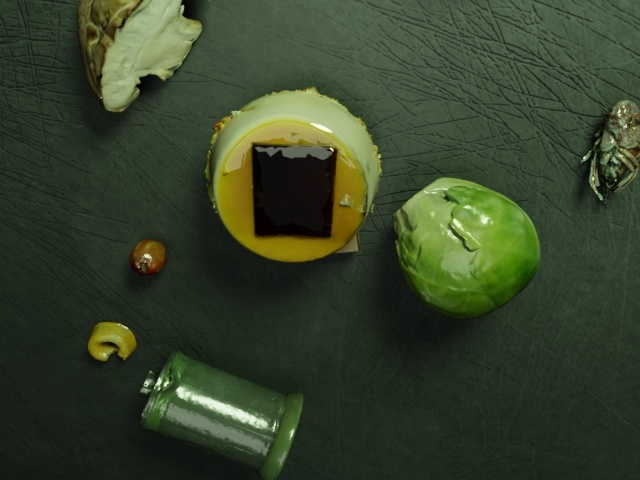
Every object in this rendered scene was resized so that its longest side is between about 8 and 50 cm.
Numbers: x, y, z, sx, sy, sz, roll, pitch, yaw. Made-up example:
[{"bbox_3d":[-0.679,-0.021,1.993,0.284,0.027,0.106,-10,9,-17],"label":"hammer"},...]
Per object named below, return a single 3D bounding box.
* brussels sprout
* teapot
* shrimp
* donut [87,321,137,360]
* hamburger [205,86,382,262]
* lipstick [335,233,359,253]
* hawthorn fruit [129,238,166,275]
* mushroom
[{"bbox_3d":[0.240,0.011,0.847,0.243,0.244,0.244,3,119,5],"label":"brussels sprout"},{"bbox_3d":[-0.234,0.385,1.128,0.336,0.201,0.270,23,152,-5],"label":"teapot"},{"bbox_3d":[0.475,-0.134,0.814,0.073,0.075,0.190,-21,131,-18],"label":"shrimp"},{"bbox_3d":[-0.476,0.232,1.139,0.108,0.043,0.097,-12,118,8],"label":"donut"},{"bbox_3d":[-0.045,-0.105,0.825,0.293,0.179,0.276,0,122,3],"label":"hamburger"},{"bbox_3d":[0.000,0.000,0.953,0.145,0.045,0.045,-5,121,8],"label":"lipstick"},{"bbox_3d":[-0.341,0.035,0.995,0.077,0.077,0.077,3,119,5],"label":"hawthorn fruit"},{"bbox_3d":[-0.284,-0.343,0.760,0.285,0.156,0.151,-44,79,24],"label":"mushroom"}]
